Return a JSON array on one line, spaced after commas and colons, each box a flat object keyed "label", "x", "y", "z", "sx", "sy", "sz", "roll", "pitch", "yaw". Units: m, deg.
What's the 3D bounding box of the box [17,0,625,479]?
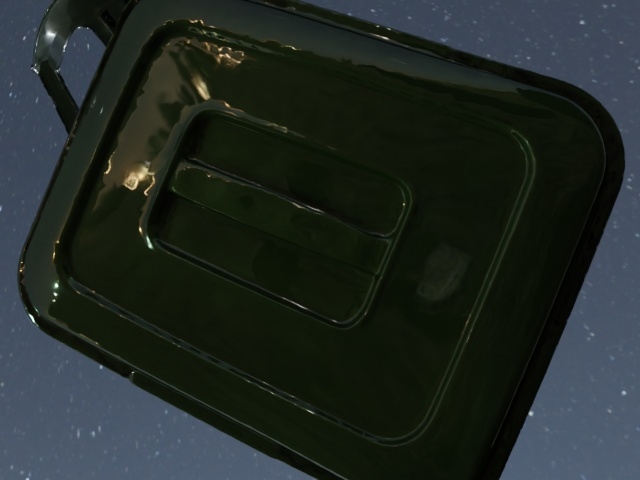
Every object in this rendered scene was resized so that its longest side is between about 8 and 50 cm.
[{"label": "box", "x": 0.000, "y": 0.000, "z": 0.482, "sx": 0.252, "sy": 0.329, "sz": 0.178, "roll": -66, "pitch": -21, "yaw": -2}]

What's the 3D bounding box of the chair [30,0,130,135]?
[{"label": "chair", "x": -0.137, "y": -0.129, "z": 0.686, "sx": 0.203, "sy": 0.190, "sz": 0.274, "roll": -28, "pitch": -65, "yaw": -17}]
